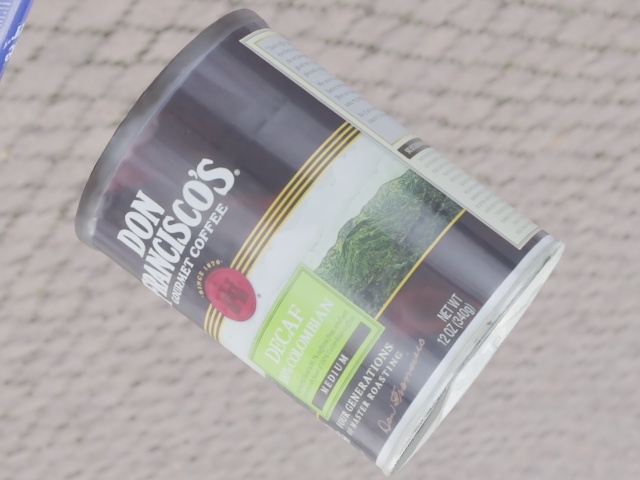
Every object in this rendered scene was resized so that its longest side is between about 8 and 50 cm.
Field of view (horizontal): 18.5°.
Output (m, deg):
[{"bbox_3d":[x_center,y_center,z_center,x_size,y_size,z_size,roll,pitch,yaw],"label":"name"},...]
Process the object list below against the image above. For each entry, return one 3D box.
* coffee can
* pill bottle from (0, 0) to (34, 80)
[{"bbox_3d":[0.000,0.000,1.351,0.201,0.275,0.201,-51,171,-12],"label":"coffee can"},{"bbox_3d":[-0.304,-0.163,1.549,0.122,0.123,0.219,-1,128,-46],"label":"pill bottle"}]
